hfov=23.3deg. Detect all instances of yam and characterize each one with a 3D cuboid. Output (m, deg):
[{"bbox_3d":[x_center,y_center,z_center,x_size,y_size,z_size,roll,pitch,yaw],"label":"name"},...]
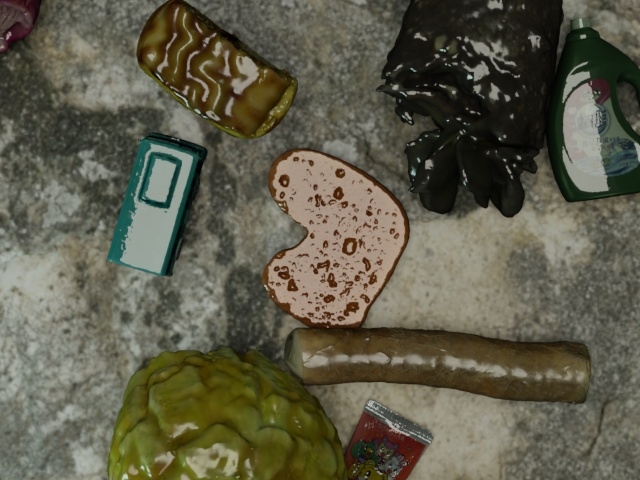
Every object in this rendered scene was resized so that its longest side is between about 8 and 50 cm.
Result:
[{"bbox_3d":[0.136,0.143,1.780,0.356,0.081,0.081,3,91,-3],"label":"yam"}]

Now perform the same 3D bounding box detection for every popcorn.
[{"bbox_3d":[-0.102,0.259,1.727,0.282,0.247,0.282,-1,103,-2],"label":"popcorn"}]

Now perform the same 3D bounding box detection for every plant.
[{"bbox_3d":[0.165,-0.168,1.739,0.188,0.199,0.276,9,87,8],"label":"plant"}]

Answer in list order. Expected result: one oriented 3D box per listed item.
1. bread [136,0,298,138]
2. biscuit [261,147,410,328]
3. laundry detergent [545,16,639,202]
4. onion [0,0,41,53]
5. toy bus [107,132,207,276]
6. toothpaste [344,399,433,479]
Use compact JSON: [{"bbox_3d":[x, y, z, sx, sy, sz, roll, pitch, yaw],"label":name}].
[{"bbox_3d":[-0.118,-0.191,1.730,0.181,0.222,0.096,35,96,-8],"label":"bread"},{"bbox_3d":[0.000,0.000,1.815,0.186,0.036,0.192,29,93,-2],"label":"biscuit"},{"bbox_3d":[0.326,-0.155,1.792,0.137,0.063,0.211,-7,88,0],"label":"laundry detergent"},{"bbox_3d":[-0.429,-0.302,1.767,0.207,0.200,0.201,-17,90,15],"label":"onion"},{"bbox_3d":[-0.189,-0.043,1.797,0.079,0.092,0.160,17,91,1],"label":"toy bus"},{"bbox_3d":[0.040,0.309,1.817,0.089,0.057,0.234,28,84,4],"label":"toothpaste"}]
